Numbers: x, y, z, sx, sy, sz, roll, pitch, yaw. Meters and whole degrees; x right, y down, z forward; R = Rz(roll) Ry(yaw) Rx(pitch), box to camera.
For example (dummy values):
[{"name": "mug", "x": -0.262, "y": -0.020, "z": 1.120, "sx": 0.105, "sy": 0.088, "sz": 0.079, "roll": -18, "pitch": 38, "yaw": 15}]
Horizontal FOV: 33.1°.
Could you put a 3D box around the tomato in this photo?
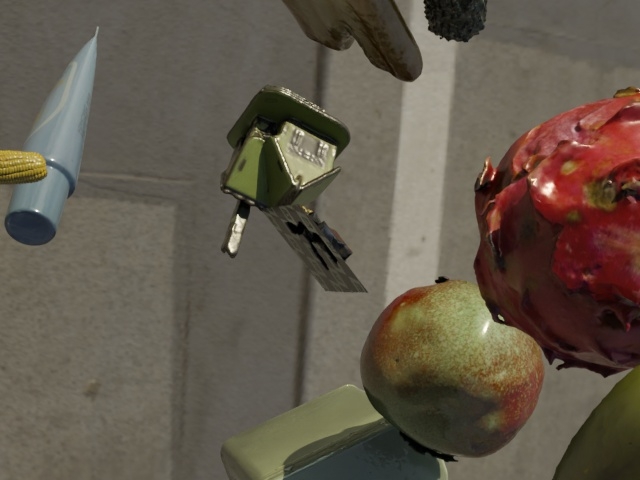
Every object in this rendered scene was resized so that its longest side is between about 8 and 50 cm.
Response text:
[{"name": "tomato", "x": 0.218, "y": 0.219, "z": 1.773, "sx": 0.303, "sy": 0.303, "sz": 0.239, "roll": 63, "pitch": 39, "yaw": -31}]

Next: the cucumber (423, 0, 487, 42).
[{"name": "cucumber", "x": 0.173, "y": -0.386, "z": 1.397, "sx": 0.096, "sy": 0.096, "sz": 0.359, "roll": -64, "pitch": 164, "yaw": -15}]

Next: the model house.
[{"name": "model house", "x": -0.090, "y": -0.104, "z": 2.000, "sx": 0.205, "sy": 0.218, "sz": 0.279, "roll": 27, "pitch": 52, "yaw": -13}]

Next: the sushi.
[{"name": "sushi", "x": 0.000, "y": 0.000, "z": 1.800, "sx": 0.043, "sy": 0.279, "sz": 0.192, "roll": -40, "pitch": 98, "yaw": -12}]

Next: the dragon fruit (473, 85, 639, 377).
[{"name": "dragon fruit", "x": 0.366, "y": 0.010, "z": 1.323, "sx": 0.249, "sy": 0.386, "sz": 0.371, "roll": -50, "pitch": 157, "yaw": -68}]

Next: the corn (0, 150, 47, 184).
[{"name": "corn", "x": -0.325, "y": -0.074, "z": 1.096, "sx": 0.092, "sy": 0.037, "sz": 0.037, "roll": -2, "pitch": 99, "yaw": -25}]

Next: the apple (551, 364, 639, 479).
[{"name": "apple", "x": 0.417, "y": 0.290, "z": 0.950, "sx": 0.473, "sy": 0.473, "sz": 0.474, "roll": -9, "pitch": 103, "yaw": -43}]

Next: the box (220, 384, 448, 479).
[{"name": "box", "x": 0.012, "y": 0.434, "z": 2.097, "sx": 0.352, "sy": 0.344, "sz": 0.177, "roll": -23, "pitch": 102, "yaw": -16}]

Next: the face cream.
[{"name": "face cream", "x": -0.376, "y": -0.150, "z": 1.544, "sx": 0.086, "sy": 0.135, "sz": 0.385, "roll": 24, "pitch": 41, "yaw": -21}]

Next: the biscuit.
[{"name": "biscuit", "x": 0.017, "y": -0.345, "z": 1.508, "sx": 0.062, "sy": 0.237, "sz": 0.291, "roll": -53, "pitch": 142, "yaw": -10}]
